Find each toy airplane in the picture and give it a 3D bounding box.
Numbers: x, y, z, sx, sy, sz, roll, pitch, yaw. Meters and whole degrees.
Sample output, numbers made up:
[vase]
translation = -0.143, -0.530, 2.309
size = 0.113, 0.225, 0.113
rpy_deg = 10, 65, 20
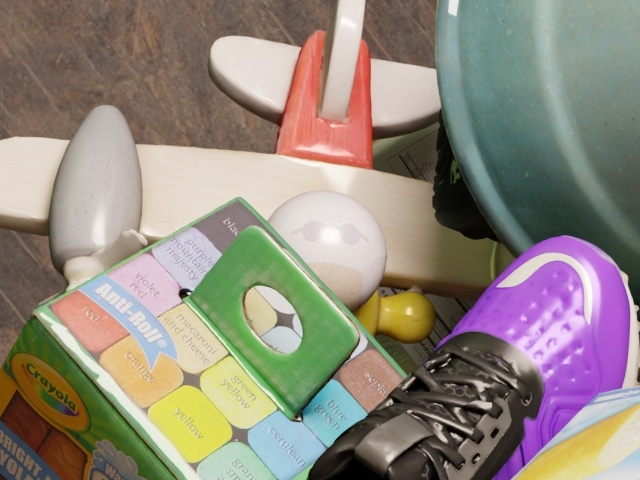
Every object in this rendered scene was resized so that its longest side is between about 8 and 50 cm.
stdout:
[toy airplane]
translation = 0.000, 0.000, 1.386
size = 0.386, 0.384, 0.272
rpy_deg = -36, -4, -10

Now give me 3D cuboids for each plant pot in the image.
[plant pot]
translation = 0.299, -0.127, 1.148
size = 0.341, 0.341, 0.334
rpy_deg = -41, 16, -28

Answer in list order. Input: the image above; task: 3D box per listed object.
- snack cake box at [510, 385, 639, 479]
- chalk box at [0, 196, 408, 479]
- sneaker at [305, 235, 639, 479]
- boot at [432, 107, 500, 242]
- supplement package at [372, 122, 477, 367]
[snack cake box]
translation = 0.176, 0.136, 0.896
size = 0.152, 0.089, 0.264
rpy_deg = -39, 8, -26
[chalk box]
translation = -0.077, 0.111, 1.136
size = 0.179, 0.180, 0.289
rpy_deg = -31, -17, -42
[sneaker]
translation = 0.067, 0.116, 1.035
size = 0.293, 0.102, 0.146
rpy_deg = -59, -33, -7
[boot]
translation = 0.183, -0.087, 1.326
size = 0.094, 0.207, 0.246
rpy_deg = -15, 62, 51
[supplement package]
translation = 0.162, -0.052, 1.657
size = 0.263, 0.198, 0.199
rpy_deg = -30, 10, 39
